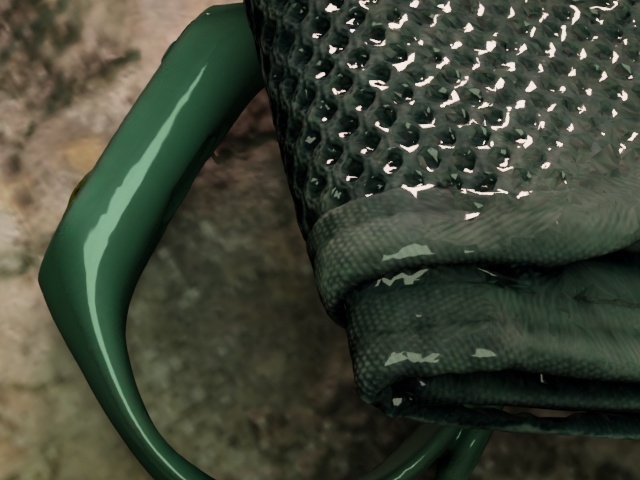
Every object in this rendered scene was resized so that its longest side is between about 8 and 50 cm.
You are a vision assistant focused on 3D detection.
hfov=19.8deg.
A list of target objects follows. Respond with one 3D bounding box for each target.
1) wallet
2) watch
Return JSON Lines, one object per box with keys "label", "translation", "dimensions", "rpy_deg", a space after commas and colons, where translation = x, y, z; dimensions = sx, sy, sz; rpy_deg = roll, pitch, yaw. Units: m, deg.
{"label": "wallet", "translation": [0.085, -0.084, 0.699], "dimensions": [0.237, 0.075, 0.342], "rpy_deg": [5, 51, -23]}
{"label": "watch", "translation": [0.000, 0.000, 0.748], "dimensions": [0.195, 0.068, 0.237], "rpy_deg": [29, 73, 3]}
